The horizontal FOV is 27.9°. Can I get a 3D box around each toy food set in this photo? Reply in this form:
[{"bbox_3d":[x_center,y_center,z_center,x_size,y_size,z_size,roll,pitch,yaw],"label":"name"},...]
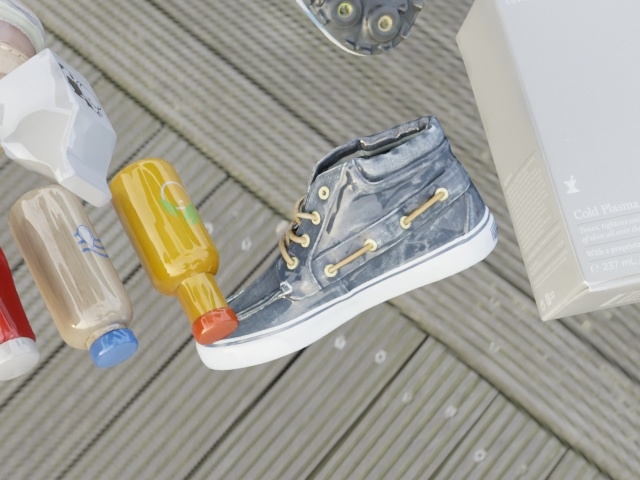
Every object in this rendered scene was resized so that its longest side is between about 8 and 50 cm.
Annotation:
[{"bbox_3d":[-0.130,-0.003,0.597,0.111,0.232,0.104,-33,68,6],"label":"toy food set"}]

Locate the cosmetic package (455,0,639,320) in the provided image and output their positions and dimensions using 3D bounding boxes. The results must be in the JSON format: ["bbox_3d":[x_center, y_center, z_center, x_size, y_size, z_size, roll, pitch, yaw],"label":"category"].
[{"bbox_3d":[0.193,-0.074,0.914,0.127,0.107,0.238,-12,76,-12],"label":"cosmetic package"}]

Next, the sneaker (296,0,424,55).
[{"bbox_3d":[-0.025,-0.200,0.661,0.085,0.086,0.237,-35,98,-11],"label":"sneaker"}]

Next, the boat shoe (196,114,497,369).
[{"bbox_3d":[0.000,0.000,0.715,0.183,0.065,0.083,-26,110,7],"label":"boat shoe"}]

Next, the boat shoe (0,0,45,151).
[{"bbox_3d":[-0.336,-0.065,0.930,0.324,0.123,0.116,-29,51,26],"label":"boat shoe"}]
